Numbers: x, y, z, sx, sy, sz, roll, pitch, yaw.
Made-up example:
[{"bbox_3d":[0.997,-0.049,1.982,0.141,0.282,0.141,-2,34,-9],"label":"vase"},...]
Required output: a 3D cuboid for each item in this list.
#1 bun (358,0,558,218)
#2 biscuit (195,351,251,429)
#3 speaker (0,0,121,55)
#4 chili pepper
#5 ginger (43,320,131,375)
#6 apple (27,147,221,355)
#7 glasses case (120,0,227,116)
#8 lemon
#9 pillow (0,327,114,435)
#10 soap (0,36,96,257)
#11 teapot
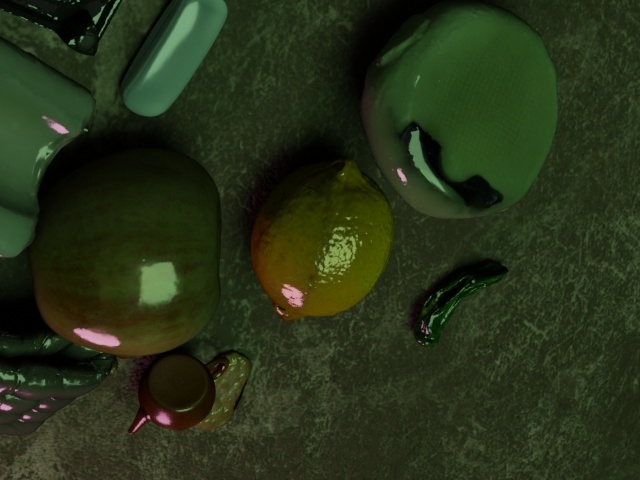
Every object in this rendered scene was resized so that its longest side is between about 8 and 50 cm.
[{"bbox_3d":[0.165,-0.176,1.910,0.293,0.187,0.293,-8,104,-33],"label":"bun"},{"bbox_3d":[-0.148,0.225,2.149,0.071,0.018,0.147,5,123,-30],"label":"biscuit"},{"bbox_3d":[-0.306,-0.337,1.455,0.232,0.254,0.184,19,112,-39],"label":"speaker"},{"bbox_3d":[0.210,0.088,2.230,0.182,0.050,0.073,-39,127,-1],"label":"chili pepper"},{"bbox_3d":[-0.295,0.116,1.944,0.103,0.073,0.162,-26,141,8],"label":"ginger"},{"bbox_3d":[-0.237,0.015,1.786,0.233,0.257,0.257,-3,130,2],"label":"apple"},{"bbox_3d":[-0.178,-0.229,1.757,0.067,0.045,0.178,21,111,-40],"label":"glasses case"},{"bbox_3d":[0.000,0.000,1.943,0.188,0.188,0.257,5,122,-33],"label":"lemon"},{"bbox_3d":[-0.447,0.172,1.824,0.326,0.101,0.228,13,148,-36],"label":"pillow"},{"bbox_3d":[-0.492,-0.173,1.412,0.435,0.350,0.213,31,82,-43],"label":"soap"},{"bbox_3d":[-0.201,0.219,2.062,0.173,0.116,0.116,-33,136,-22],"label":"teapot"}]
